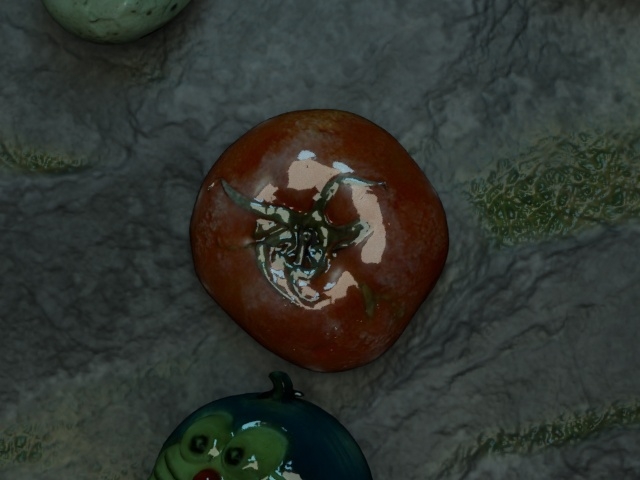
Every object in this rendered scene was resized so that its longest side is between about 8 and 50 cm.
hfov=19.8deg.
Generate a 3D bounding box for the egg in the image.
[{"bbox_3d":[-0.167,-0.240,1.603,0.164,0.131,0.131,-22,89,-9],"label":"egg"}]

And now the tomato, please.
[{"bbox_3d":[0.000,0.000,1.617,0.237,0.095,0.236,0,88,-1],"label":"tomato"}]

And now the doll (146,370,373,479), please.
[{"bbox_3d":[-0.058,0.265,1.565,0.198,0.186,0.322,21,107,29],"label":"doll"}]
